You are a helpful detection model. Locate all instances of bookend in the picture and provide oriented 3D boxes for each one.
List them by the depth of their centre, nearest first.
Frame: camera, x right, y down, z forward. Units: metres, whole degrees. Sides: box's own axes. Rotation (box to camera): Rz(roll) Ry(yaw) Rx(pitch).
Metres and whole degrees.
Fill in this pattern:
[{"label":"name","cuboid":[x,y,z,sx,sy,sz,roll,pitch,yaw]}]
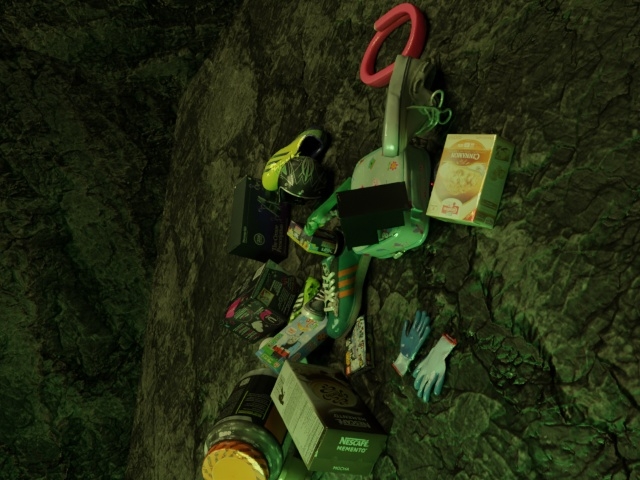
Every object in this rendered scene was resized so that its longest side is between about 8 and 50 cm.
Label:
[{"label":"bookend","cuboid":[0.125,-0.053,1.542,0.156,0.157,0.072,70,-167,-60]}]

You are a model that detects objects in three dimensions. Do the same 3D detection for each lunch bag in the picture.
[{"label":"lunch bag","cuboid":[0.176,-0.095,1.670,0.224,0.108,0.279,-24,57,50]}]

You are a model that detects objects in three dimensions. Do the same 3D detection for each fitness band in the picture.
[{"label":"fitness band","cuboid":[0.203,-0.555,1.933,0.291,0.054,0.209,-14,63,61]}]

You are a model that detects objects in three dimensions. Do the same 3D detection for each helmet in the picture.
[{"label":"helmet","cuboid":[-0.057,-0.183,2.111,0.161,0.169,0.169,114,158,-56]}]

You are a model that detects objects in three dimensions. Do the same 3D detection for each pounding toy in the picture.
[{"label":"pounding toy","cuboid":[-0.071,0.706,1.758,0.154,0.155,0.269,85,-152,-85]}]

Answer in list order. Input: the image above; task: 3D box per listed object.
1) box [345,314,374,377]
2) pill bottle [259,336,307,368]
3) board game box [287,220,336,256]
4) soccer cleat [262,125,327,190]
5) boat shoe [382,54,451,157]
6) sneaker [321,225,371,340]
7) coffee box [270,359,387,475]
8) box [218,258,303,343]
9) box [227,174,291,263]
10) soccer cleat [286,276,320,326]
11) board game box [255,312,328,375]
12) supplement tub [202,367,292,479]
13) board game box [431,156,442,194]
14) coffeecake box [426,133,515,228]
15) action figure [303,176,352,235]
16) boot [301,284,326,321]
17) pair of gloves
[{"label":"box","cuboid":[0.098,0.268,1.714,0.094,0.027,0.137,-42,40,48]},{"label":"pill bottle","cuboid":[-0.117,0.348,2.001,0.184,0.103,0.103,20,94,63]},{"label":"board game box","cuboid":[0.000,0.000,1.924,0.170,0.141,0.048,37,109,61]},{"label":"soccer cleat","cuboid":[-0.093,-0.264,2.229,0.289,0.093,0.121,-42,23,20]},{"label":"boat shoe","cuboid":[0.237,-0.319,1.619,0.367,0.156,0.136,-74,-11,-48]},{"label":"sneaker","cuboid":[0.046,0.105,1.776,0.108,0.121,0.302,-20,53,64]},{"label":"coffee box","cuboid":[0.013,0.423,1.638,0.119,0.168,0.297,-68,28,13]},{"label":"box","cuboid":[-0.186,0.197,2.138,0.247,0.142,0.163,-38,22,48]},{"label":"box","cuboid":[-0.205,-0.068,2.309,0.103,0.184,0.261,-35,47,52]},{"label":"soccer cleat","cuboid":[-0.050,0.193,2.019,0.179,0.060,0.072,-64,17,7]},{"label":"board game box","cuboid":[-0.066,0.278,1.885,0.211,0.039,0.160,-39,21,-16]},{"label":"supplement tub","cuboid":[-0.175,0.504,1.778,0.207,0.207,0.338,-61,0,25]},{"label":"board game box","cuboid":[0.292,-0.145,1.557,0.133,0.033,0.168,-31,50,54]},{"label":"coffeecake box","cuboid":[0.318,-0.128,1.441,0.142,0.068,0.185,14,88,55]},{"label":"action figure","cuboid":[0.037,-0.091,1.857,0.232,0.063,0.137,-41,12,-24]},{"label":"boot","cuboid":[0.003,0.157,1.837,0.190,0.069,0.086,-36,-30,-78]},{"label":"pair of gloves","cuboid":[0.225,0.249,1.486,0.159,0.023,0.198,-65,29,13]}]
